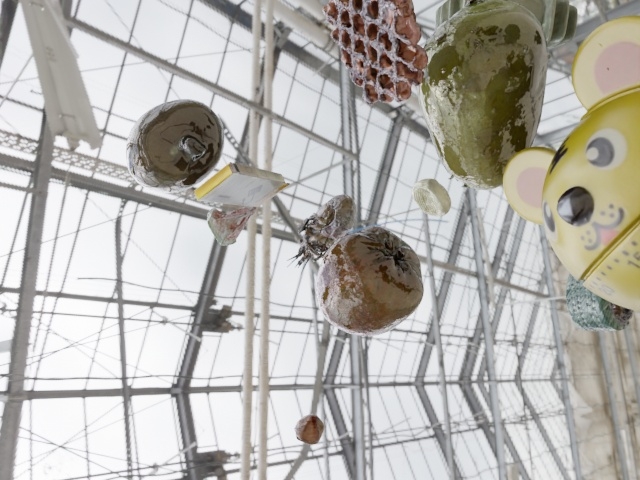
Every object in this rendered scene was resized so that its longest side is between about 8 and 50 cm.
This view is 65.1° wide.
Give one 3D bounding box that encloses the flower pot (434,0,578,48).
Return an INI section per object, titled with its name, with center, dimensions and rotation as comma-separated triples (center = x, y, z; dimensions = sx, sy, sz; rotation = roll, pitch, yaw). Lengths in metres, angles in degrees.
[flower pot]
center = 0.518, -0.605, 1.396
dimensions = 0.368, 0.254, 0.164
rotation = -1, -79, -8

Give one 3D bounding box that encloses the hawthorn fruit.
[hawthorn fruit]
center = 0.111, 0.122, 1.294
dimensions = 0.268, 0.300, 0.267
rotation = 21, -149, -13

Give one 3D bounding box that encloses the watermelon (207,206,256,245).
[watermelon]
center = -0.267, -0.043, 1.543
dimensions = 0.098, 0.158, 0.121
rotation = -60, -39, -73

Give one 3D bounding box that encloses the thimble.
[thimble]
center = 0.576, 0.119, 1.036
dimensions = 0.119, 0.090, 0.135
rotation = 9, -103, -32

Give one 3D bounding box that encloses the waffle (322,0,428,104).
[waffle]
center = 0.088, -0.333, 0.810
dimensions = 0.055, 0.221, 0.234
rotation = -27, -86, -21

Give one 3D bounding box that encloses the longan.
[longan]
center = -0.408, -0.265, 1.431
dimensions = 0.243, 0.300, 0.300
rotation = 38, -128, -38

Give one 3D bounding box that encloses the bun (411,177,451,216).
[bun]
center = 0.475, -0.189, 2.113
dimensions = 0.102, 0.183, 0.183
rotation = -42, -69, -23

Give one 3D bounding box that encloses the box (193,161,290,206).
[box]
center = -0.191, -0.135, 1.266
dimensions = 0.247, 0.129, 0.033
rotation = 2, -122, -62

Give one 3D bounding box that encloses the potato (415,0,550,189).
[potato]
center = 0.315, -0.274, 0.972
dimensions = 0.269, 0.219, 0.359
rotation = -49, -41, -26

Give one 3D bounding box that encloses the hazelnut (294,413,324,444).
[hazelnut]
center = -0.031, 0.514, 1.364
dimensions = 0.086, 0.086, 0.086
rotation = 18, -115, -44

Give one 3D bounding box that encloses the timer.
[timer]
center = 0.476, -0.085, 0.750
dimensions = 0.376, 0.376, 0.387
rotation = -14, -127, -49

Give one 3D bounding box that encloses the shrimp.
[shrimp]
center = 0.002, -0.004, 1.555
dimensions = 0.116, 0.343, 0.145
rotation = 2, -132, -44
